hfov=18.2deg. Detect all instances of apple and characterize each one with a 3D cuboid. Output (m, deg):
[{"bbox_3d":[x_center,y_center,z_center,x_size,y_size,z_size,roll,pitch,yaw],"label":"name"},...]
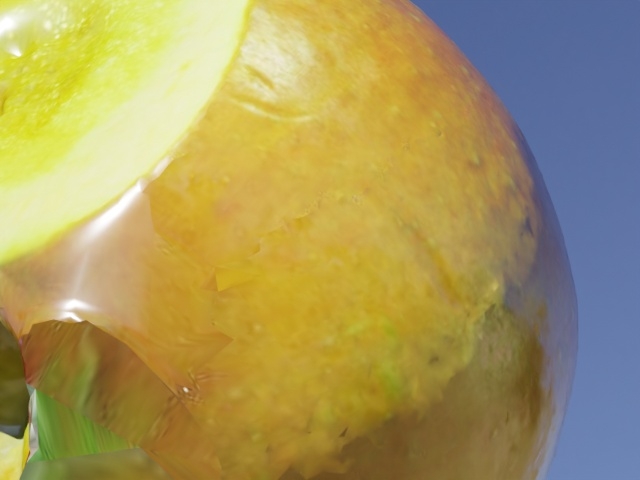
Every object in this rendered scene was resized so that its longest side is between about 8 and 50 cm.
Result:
[{"bbox_3d":[-0.076,0.037,0.926,0.374,0.384,0.374,-53,-9,-12],"label":"apple"}]
